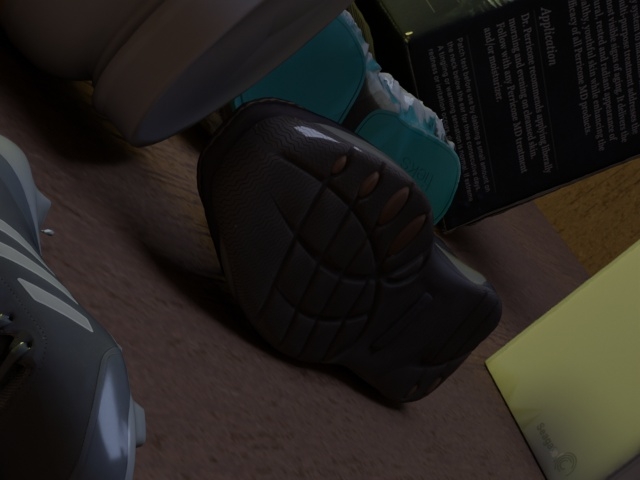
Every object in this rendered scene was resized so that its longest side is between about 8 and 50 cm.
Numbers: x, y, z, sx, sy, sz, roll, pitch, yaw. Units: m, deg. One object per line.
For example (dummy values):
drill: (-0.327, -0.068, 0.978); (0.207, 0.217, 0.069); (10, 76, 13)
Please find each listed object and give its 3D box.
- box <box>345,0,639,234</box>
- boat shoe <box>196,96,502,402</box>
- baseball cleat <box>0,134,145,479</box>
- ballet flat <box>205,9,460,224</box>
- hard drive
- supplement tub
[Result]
box: (0.252, -0.326, 1.963); (0.480, 0.471, 0.297); (-118, -170, -46)
boat shoe: (0.000, 0.000, 1.070); (0.130, 0.132, 0.355); (46, -1, 30)
baseball cleat: (-0.134, 0.023, 0.604); (0.109, 0.072, 0.206); (23, 23, -39)
ballet flat: (-0.019, -0.103, 1.327); (0.147, 0.147, 0.409); (58, 9, 29)
hard drive: (0.303, 0.081, 1.471); (0.040, 0.307, 0.203); (42, 14, -36)
supplement tub: (-0.131, -0.245, 0.977); (0.331, 0.241, 0.241); (52, 11, 4)
